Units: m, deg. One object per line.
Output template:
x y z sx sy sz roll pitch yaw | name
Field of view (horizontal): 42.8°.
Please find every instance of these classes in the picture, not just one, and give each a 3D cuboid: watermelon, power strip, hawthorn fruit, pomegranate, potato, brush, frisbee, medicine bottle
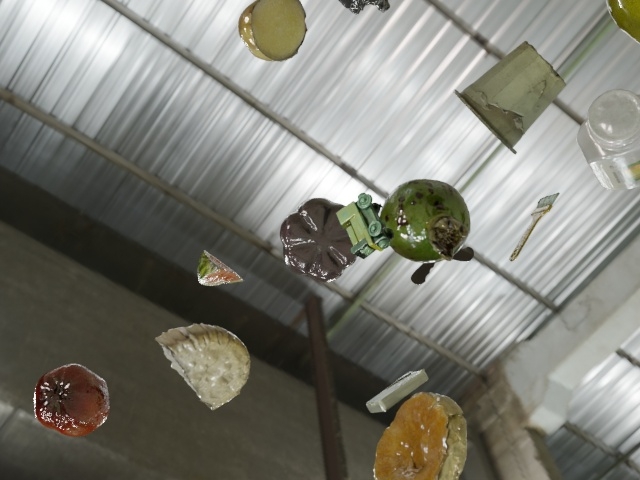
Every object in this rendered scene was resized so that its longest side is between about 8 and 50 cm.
-0.250 0.077 1.891 0.087 0.069 0.163 37 179 22 | watermelon
0.208 0.408 2.213 0.192 0.081 0.035 -28 -90 -32 | power strip
-0.546 0.367 1.835 0.157 0.157 0.194 54 174 35 | hawthorn fruit
0.269 -0.043 2.124 0.242 0.242 0.306 40 -163 2 | pomegranate
-0.120 -0.499 1.898 0.081 0.164 0.200 7 -157 36 | potato
0.548 -0.034 2.119 0.010 0.218 0.082 37 163 -11 | brush
0.351 0.035 2.505 0.012 0.210 0.187 68 179 -49 | frisbee
0.640 -0.209 1.708 0.324 0.179 0.124 27 -138 -59 | medicine bottle

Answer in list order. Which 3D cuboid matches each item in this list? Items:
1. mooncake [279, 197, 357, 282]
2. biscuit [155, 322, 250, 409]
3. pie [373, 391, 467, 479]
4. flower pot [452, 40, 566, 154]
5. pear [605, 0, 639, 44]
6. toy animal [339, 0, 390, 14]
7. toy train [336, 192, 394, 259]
0.000 0.000 2.302 0.245 0.245 0.133 37 -178 -6 | mooncake
-0.267 0.295 1.990 0.281 0.179 0.084 58 178 -40 | biscuit
0.246 0.537 2.051 0.083 0.340 0.339 26 -157 -20 | pie
0.451 -0.336 1.887 0.212 0.202 0.212 42 -161 -18 | flower pot
0.495 -0.377 1.016 0.252 0.307 0.253 14 -128 -18 | pear
0.062 -0.617 1.598 0.168 0.106 0.344 -45 -53 -72 | toy animal
0.078 -0.026 1.422 0.050 0.081 0.122 32 -150 -48 | toy train
